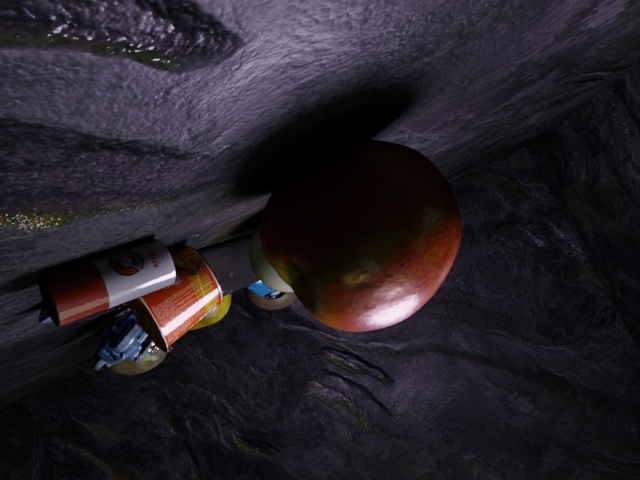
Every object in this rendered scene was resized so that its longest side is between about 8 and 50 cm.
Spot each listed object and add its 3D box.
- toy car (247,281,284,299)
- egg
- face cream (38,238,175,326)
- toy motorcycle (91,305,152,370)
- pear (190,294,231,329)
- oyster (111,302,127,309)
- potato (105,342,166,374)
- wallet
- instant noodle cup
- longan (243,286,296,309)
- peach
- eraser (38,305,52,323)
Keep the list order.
[{"bbox_3d":[-0.168,0.082,1.635,0.255,0.188,0.190,-33,150,22],"label":"toy car"},{"bbox_3d":[-0.060,0.009,1.243,0.295,0.218,0.218,-47,165,33],"label":"egg"},{"bbox_3d":[-0.388,0.074,0.872,0.214,0.095,0.096,-23,173,-38],"label":"face cream"},{"bbox_3d":[-0.644,0.326,1.615,0.319,0.182,0.241,-33,172,40],"label":"toy motorcycle"},{"bbox_3d":[-0.364,0.168,1.428,0.200,0.200,0.200,-27,175,-3],"label":"pear"},{"bbox_3d":[-0.488,0.136,1.239,0.103,0.051,0.148,-8,-172,41],"label":"oyster"},{"bbox_3d":[-0.740,0.421,1.875,0.243,0.221,0.326,-12,178,-30],"label":"potato"},{"bbox_3d":[-0.265,0.077,1.356,0.044,0.170,0.321,17,-156,31],"label":"wallet"},{"bbox_3d":[-0.340,0.122,1.090,0.174,0.213,0.213,-33,179,-30],"label":"instant noodle cup"},{"bbox_3d":[-0.182,0.150,1.867,0.258,0.258,0.258,-27,175,-3],"label":"longan"},{"bbox_3d":[0.085,-0.020,0.917,0.388,0.388,0.388,-27,175,-3],"label":"peach"},{"bbox_3d":[-0.534,0.136,1.087,0.082,0.036,0.225,-31,174,19],"label":"eraser"}]
